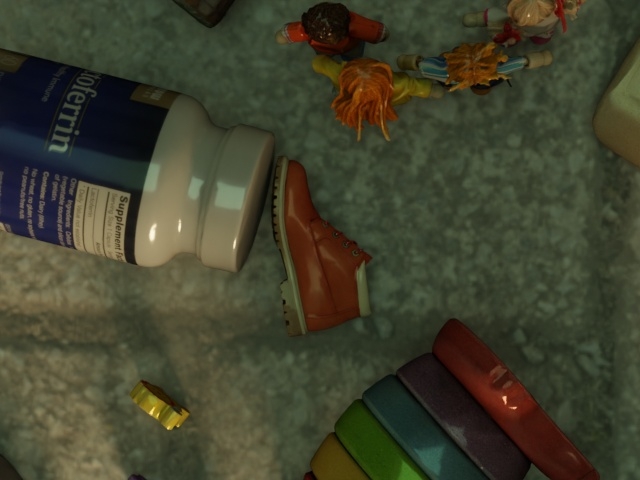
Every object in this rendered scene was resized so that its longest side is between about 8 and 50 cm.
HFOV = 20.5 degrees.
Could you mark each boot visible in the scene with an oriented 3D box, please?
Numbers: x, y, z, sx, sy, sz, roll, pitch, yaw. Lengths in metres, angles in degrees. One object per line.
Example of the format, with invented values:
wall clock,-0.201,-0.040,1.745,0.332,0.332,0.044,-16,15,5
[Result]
boot,0.000,0.000,1.543,0.085,0.059,0.157,-9,97,1

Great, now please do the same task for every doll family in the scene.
doll family,0.095,-0.145,1.479,0.263,0.163,0.118,-5,89,4

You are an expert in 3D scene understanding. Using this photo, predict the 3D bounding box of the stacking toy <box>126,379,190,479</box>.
stacking toy,-0.119,0.253,1.550,0.221,0.052,0.167,38,93,3

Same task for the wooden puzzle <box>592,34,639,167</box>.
wooden puzzle,0.442,-0.156,1.458,0.322,0.080,0.347,32,100,10

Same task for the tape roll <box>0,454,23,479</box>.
tape roll,-0.358,0.276,1.559,0.219,0.072,0.219,0,90,5

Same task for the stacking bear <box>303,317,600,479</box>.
stacking bear,0.056,0.216,1.475,0.289,0.164,0.175,-42,122,-1

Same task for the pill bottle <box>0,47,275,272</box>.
pill bottle,-0.181,-0.063,1.507,0.265,0.153,0.153,14,91,4

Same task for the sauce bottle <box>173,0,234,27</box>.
sauce bottle,-0.031,-0.348,1.520,0.111,0.111,0.344,36,91,4
